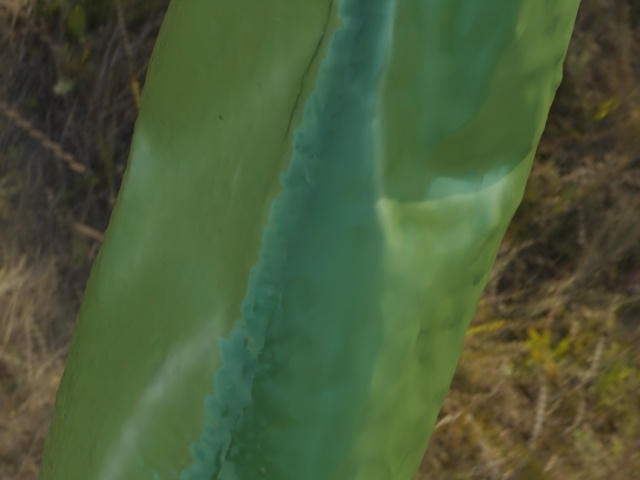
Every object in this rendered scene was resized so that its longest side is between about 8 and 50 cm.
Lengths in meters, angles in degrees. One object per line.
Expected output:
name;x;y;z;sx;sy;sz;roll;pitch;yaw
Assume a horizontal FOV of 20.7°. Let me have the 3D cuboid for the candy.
candy;0.000;0.000;0.611;0.142;0.132;0.344;13;106;-16
